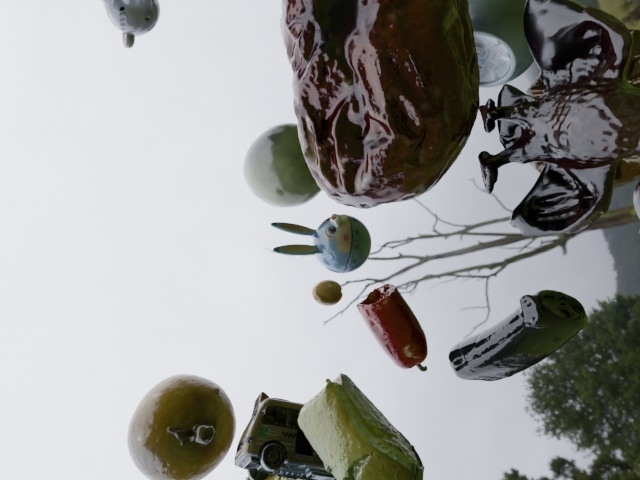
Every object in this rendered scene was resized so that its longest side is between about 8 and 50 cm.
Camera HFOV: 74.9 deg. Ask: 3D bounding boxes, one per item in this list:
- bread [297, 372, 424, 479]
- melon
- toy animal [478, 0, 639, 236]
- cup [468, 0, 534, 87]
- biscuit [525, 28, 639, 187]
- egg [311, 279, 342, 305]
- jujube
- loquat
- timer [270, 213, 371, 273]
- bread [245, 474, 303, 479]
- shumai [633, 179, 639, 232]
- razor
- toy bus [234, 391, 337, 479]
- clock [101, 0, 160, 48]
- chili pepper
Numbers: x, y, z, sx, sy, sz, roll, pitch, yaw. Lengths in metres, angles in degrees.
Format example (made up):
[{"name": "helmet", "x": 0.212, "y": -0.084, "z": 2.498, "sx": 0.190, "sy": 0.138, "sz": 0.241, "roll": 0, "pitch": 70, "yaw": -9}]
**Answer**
[{"name": "bread", "x": 0.068, "y": 0.365, "z": 0.753, "sx": 0.257, "sy": 0.124, "sz": 0.186, "roll": 42, "pitch": -178, "yaw": 43}, {"name": "melon", "x": -0.105, "y": -0.231, "z": 1.299, "sx": 0.272, "sy": 0.308, "sz": 0.271, "roll": -16, "pitch": -65, "yaw": -39}, {"name": "toy animal", "x": 0.234, "y": -0.107, "z": 0.371, "sx": 0.116, "sy": 0.180, "sz": 0.218, "roll": -28, "pitch": -62, "yaw": -47}, {"name": "cup", "x": 0.367, "y": -0.476, "z": 0.843, "sx": 0.205, "sy": 0.206, "sz": 0.312, "roll": 35, "pitch": -107, "yaw": -34}, {"name": "biscuit", "x": 0.576, "y": -0.261, "z": 0.865, "sx": 0.103, "sy": 0.332, "sz": 0.331, "roll": 7, "pitch": -111, "yaw": -45}, {"name": "egg", "x": 0.018, "y": 0.157, "z": 1.247, "sx": 0.097, "sy": 0.080, "sz": 0.080, "roll": -7, "pitch": -101, "yaw": -40}, {"name": "jujube", "x": 0.082, "y": -0.241, "z": 0.605, "sx": 0.276, "sy": 0.277, "sz": 0.376, "roll": -30, "pitch": -70, "yaw": -50}, {"name": "loquat", "x": -0.417, "y": 0.583, "z": 1.303, "sx": 0.329, "sy": 0.359, "sz": 0.328, "roll": 14, "pitch": -114, "yaw": -33}, {"name": "timer", "x": 0.018, "y": -0.011, "z": 1.096, "sx": 0.256, "sy": 0.175, "sz": 0.175, "roll": 27, "pitch": -126, "yaw": -25}, {"name": "bread", "x": -0.117, "y": 0.797, "z": 1.205, "sx": 0.236, "sy": 0.165, "sz": 0.375, "roll": -58, "pitch": -35, "yaw": -21}, {"name": "shumai", "x": 0.690, "y": -0.045, "z": 0.740, "sx": 0.272, "sy": 0.204, "sz": 0.222, "roll": 38, "pitch": -141, "yaw": -27}, {"name": "razor", "x": 0.492, "y": 0.256, "z": 1.060, "sx": 0.205, "sy": 0.349, "sz": 0.113, "roll": 9, "pitch": -132, "yaw": -24}, {"name": "toy bus", "x": -0.030, "y": 0.440, "z": 0.910, "sx": 0.290, "sy": 0.139, "sz": 0.157, "roll": 16, "pitch": -134, "yaw": -11}, {"name": "clock", "x": -0.251, "y": -0.359, "z": 0.560, "sx": 0.080, "sy": 0.117, "sz": 0.176, "roll": 5, "pitch": -114, "yaw": -28}, {"name": "chili pepper", "x": 0.243, "y": 0.296, "z": 1.215, "sx": 0.135, "sy": 0.131, "sz": 0.338, "roll": -36, "pitch": -75, "yaw": -26}]
